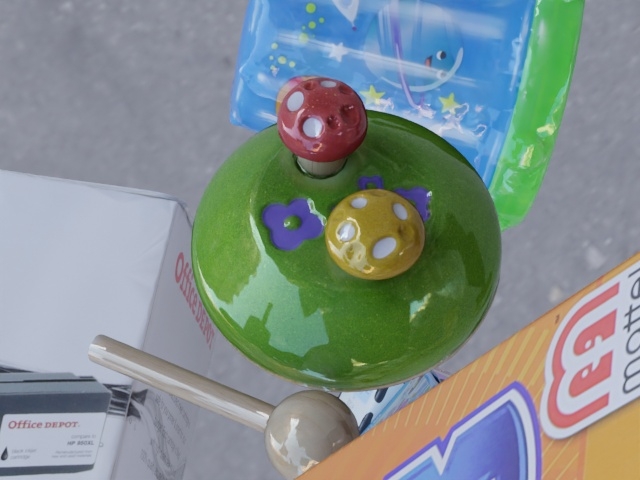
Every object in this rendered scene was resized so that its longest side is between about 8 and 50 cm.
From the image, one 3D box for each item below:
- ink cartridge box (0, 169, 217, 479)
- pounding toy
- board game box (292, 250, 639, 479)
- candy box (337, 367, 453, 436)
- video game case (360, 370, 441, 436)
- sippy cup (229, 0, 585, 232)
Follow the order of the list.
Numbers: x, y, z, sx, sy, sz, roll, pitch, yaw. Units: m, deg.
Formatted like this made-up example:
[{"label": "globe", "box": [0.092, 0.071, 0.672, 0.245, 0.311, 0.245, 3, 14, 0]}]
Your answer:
[{"label": "ink cartridge box", "box": [-0.208, 0.177, 1.542, 0.166, 0.395, 0.285, 10, 163, 7]}, {"label": "pounding toy", "box": [0.000, 0.000, 1.089, 0.183, 0.237, 0.110, 30, 154, 17]}, {"label": "board game box", "box": [0.131, 0.282, 0.650, 0.356, 0.356, 0.356, 29, 139, -21]}, {"label": "candy box", "box": [0.070, 0.196, 1.462, 0.164, 0.070, 0.196, 25, 95, -19]}, {"label": "video game case", "box": [0.040, 0.139, 1.318, 0.015, 0.166, 0.119, 40, 91, -1]}, {"label": "sippy cup", "box": [0.056, -0.143, 1.399, 0.224, 0.305, 0.240, 12, 149, -4]}]
